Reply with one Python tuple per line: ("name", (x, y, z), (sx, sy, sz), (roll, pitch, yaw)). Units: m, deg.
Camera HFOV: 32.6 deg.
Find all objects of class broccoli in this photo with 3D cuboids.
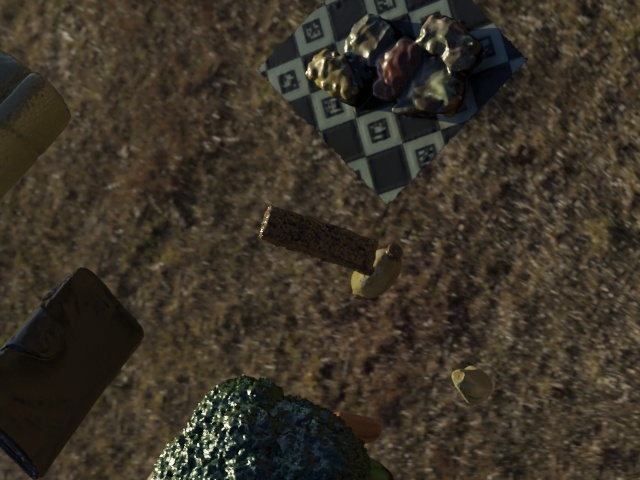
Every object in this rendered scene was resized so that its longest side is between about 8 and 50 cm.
("broccoli", (-0.042, 0.288, 1.192), (0.298, 0.297, 0.297), (-1, 88, 29))

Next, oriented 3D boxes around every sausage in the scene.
("sausage", (0.041, 0.228, 1.328), (0.034, 0.083, 0.034), (-16, 65, 40))

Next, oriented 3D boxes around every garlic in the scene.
("garlic", (0.196, 0.185, 1.413), (0.041, 0.083, 0.053), (-36, 71, 15))

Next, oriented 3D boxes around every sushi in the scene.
("sushi", (0.081, -0.246, 1.494), (0.294, 0.059, 0.292), (-46, 71, 18))

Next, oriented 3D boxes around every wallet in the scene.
("wallet", (-0.378, 0.181, 1.588), (0.042, 0.165, 0.309), (-22, 23, 38))

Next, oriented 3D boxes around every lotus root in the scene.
("lotus root", (0.094, 0.060, 1.879), (0.150, 0.073, 0.062), (-54, 53, 44))

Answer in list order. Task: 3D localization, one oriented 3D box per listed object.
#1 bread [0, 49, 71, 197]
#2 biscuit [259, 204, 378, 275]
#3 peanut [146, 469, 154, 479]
("bread", (-0.379, -0.132, 1.229), (0.148, 0.134, 0.141), (31, 69, 20))
("biscuit", (0.000, 0.000, 1.752), (0.034, 0.199, 0.064), (138, 148, -59))
("peanut", (-0.315, 0.496, 2.119), (0.087, 0.087, 0.207), (19, 46, 33))
